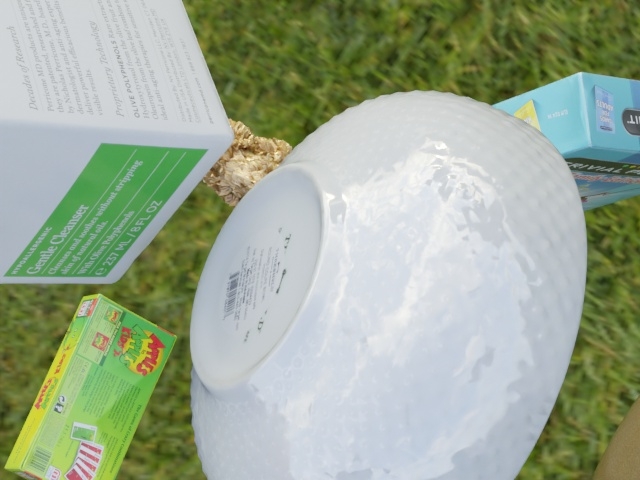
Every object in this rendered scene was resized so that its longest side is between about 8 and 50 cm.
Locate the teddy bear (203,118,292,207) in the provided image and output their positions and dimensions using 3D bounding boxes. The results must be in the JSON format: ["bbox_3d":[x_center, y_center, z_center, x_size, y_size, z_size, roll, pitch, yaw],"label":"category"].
[{"bbox_3d":[0.000,0.000,1.600,0.113,0.245,0.338,-41,45,11],"label":"teddy bear"}]

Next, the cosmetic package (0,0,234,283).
[{"bbox_3d":[-0.271,-0.081,1.066,0.197,0.365,0.155,-47,55,42],"label":"cosmetic package"}]

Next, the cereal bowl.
[{"bbox_3d":[0.014,0.048,1.076,0.339,0.141,0.339,-38,39,40],"label":"cereal bowl"}]

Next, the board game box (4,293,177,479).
[{"bbox_3d":[-0.217,0.152,1.534,0.043,0.092,0.181,-10,53,58],"label":"board game box"}]

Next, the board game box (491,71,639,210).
[{"bbox_3d":[0.239,-0.085,1.719,0.336,0.254,0.079,-18,75,49],"label":"board game box"}]

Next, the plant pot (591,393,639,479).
[{"bbox_3d":[0.402,0.194,1.574,0.237,0.254,0.237,3,44,-3],"label":"plant pot"}]
